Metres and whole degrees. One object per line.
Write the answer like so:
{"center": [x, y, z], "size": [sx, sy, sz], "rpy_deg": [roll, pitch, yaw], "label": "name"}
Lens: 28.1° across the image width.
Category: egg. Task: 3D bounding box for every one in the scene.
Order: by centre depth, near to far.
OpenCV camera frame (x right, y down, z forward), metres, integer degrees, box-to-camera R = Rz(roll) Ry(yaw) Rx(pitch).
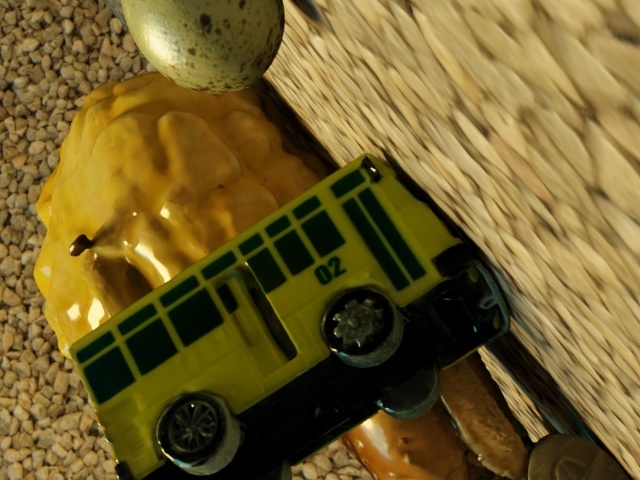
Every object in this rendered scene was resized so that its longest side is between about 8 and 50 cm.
{"center": [-0.066, -0.133, 0.700], "size": [0.085, 0.085, 0.110], "rpy_deg": [-145, 30, -80], "label": "egg"}

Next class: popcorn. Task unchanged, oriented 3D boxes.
{"center": [-0.106, 0.004, 1.277], "size": [0.382, 0.349, 0.349], "rpy_deg": [2, -148, -37], "label": "popcorn"}

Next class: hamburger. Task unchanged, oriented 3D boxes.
{"center": [0.070, 0.117, 1.026], "size": [0.286, 0.146, 0.243], "rpy_deg": [62, 178, -12], "label": "hamburger"}

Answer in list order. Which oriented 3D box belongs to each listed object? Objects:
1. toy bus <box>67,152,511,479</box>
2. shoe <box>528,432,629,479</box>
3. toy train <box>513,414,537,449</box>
{"center": [-0.020, 0.065, 0.851], "size": [0.150, 0.262, 0.128], "rpy_deg": [57, -179, 32], "label": "toy bus"}
{"center": [0.207, 0.203, 0.977], "size": [0.169, 0.071, 0.099], "rpy_deg": [51, -176, -17], "label": "shoe"}
{"center": [0.217, 0.297, 1.119], "size": [0.326, 0.159, 0.129], "rpy_deg": [50, 176, 32], "label": "toy train"}
